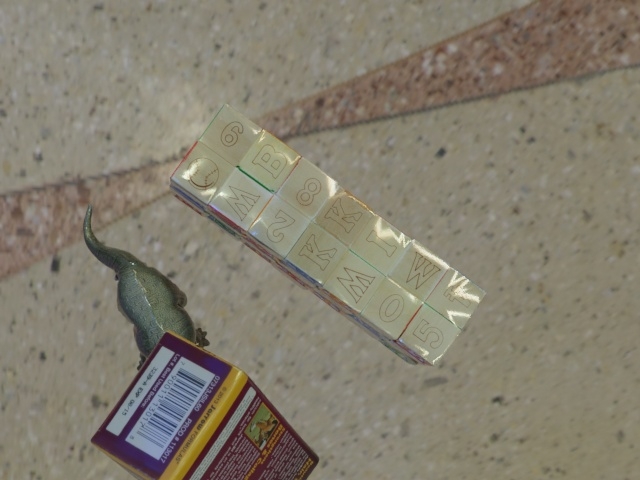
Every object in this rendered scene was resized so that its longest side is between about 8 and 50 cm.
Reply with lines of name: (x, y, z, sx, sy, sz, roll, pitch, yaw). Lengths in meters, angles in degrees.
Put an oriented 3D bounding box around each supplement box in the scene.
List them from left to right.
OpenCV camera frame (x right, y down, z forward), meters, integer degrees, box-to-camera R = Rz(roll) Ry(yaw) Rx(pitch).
supplement box: (-0.085, 0.164, 1.048, 0.080, 0.188, 0.104, 25, 72, 30)

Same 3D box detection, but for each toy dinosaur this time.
toy dinosaur: (-0.195, 0.094, 1.608, 0.121, 0.160, 0.314, -15, 90, -11)

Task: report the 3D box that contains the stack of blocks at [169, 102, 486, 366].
stack of blocks: (0.000, 0.000, 1.289, 0.297, 0.171, 0.087, 36, 84, -3)
